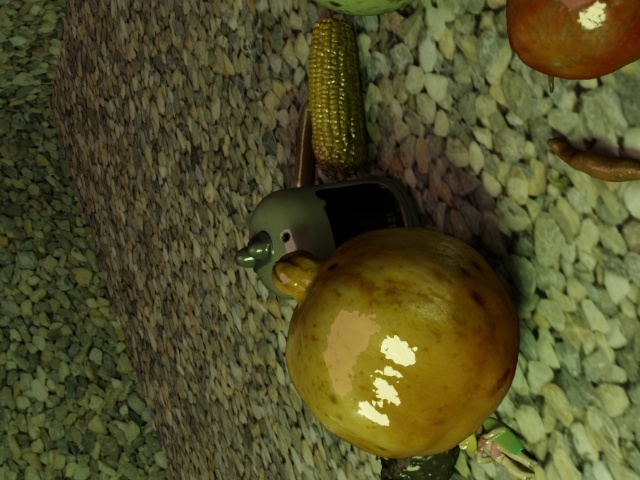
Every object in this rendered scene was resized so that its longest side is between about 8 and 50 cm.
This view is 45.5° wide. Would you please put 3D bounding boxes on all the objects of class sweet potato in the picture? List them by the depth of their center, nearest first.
[{"bbox_3d":[0.379,-0.107,1.052,0.179,0.044,0.044,27,120,52],"label":"sweet potato"}]

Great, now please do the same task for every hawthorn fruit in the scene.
[{"bbox_3d":[0.325,-0.289,0.958,0.211,0.210,0.262,66,157,22],"label":"hawthorn fruit"}]

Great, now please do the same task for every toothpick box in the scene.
[{"bbox_3d":[0.000,0.000,1.418,0.229,0.316,0.229,22,117,55],"label":"toothpick box"}]

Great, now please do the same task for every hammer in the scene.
[{"bbox_3d":[-0.033,-0.146,1.615,0.202,0.113,0.306,178,99,-84],"label":"hammer"}]

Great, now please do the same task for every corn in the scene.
[{"bbox_3d":[0.029,-0.273,1.490,0.115,0.115,0.318,-4,92,58],"label":"corn"}]

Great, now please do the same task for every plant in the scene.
[{"bbox_3d":[0.174,0.420,1.406,0.203,0.142,0.131,-63,14,15],"label":"plant"}]

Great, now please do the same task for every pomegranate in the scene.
[{"bbox_3d":[0.103,0.142,1.211,0.410,0.409,0.411,21,115,54],"label":"pomegranate"}]

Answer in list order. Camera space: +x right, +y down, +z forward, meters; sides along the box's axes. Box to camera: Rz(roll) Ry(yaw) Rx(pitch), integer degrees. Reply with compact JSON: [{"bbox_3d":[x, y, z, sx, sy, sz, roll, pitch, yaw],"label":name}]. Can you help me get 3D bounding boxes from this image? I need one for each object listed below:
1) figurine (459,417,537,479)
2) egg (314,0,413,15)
[{"bbox_3d":[0.280,0.344,1.300,0.187,0.083,0.083,31,123,39],"label":"figurine"},{"bbox_3d":[0.059,-0.513,1.228,0.379,0.287,0.288,-135,45,-61],"label":"egg"}]
